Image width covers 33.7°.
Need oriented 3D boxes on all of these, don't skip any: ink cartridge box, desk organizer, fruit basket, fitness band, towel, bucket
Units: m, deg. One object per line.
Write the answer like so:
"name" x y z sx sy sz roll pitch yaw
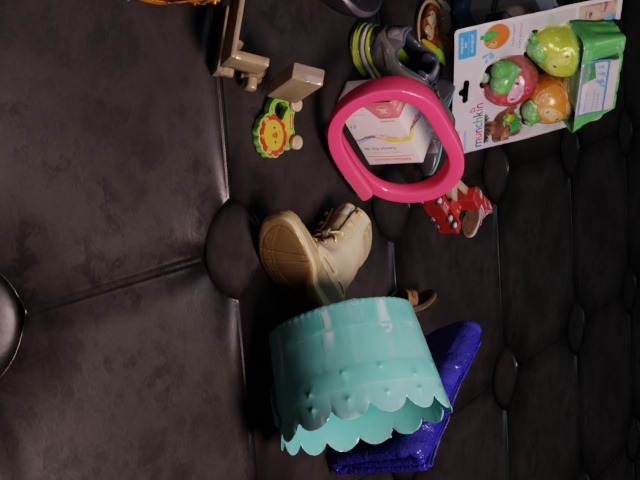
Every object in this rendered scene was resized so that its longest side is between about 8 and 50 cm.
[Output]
"ink cartridge box" 0.395 -0.482 2.241 0.139 0.191 0.082 46 52 -48
"ink cartridge box" 0.124 -0.200 1.906 0.198 0.115 0.067 54 47 -43
"desk organizer" 0.313 -0.332 2.258 0.130 0.047 0.050 -61 141 -35
"fruit basket" 0.441 -0.326 2.162 0.353 0.165 0.327 -18 137 -12
"fitness band" 0.131 -0.167 1.836 0.291 0.209 0.054 53 24 -43
"towel" 0.159 0.287 1.882 0.076 0.228 0.308 48 50 -19
"bucket" 0.051 0.214 1.659 0.281 0.281 0.183 21 51 -56

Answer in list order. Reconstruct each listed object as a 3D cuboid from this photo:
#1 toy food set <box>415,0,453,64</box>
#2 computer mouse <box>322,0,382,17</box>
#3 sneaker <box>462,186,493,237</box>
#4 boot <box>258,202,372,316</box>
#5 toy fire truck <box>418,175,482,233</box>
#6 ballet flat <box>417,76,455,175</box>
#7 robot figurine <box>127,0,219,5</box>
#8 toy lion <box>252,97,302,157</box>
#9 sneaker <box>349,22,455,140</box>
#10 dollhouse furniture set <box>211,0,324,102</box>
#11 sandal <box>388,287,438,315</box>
"toy food set" 0.235 -0.425 2.138 0.132 0.039 0.192 41 58 -50
"computer mouse" 0.004 -0.481 1.761 0.272 0.072 0.188 47 55 -32
"sneaker" 0.347 -0.053 2.327 0.067 0.042 0.118 36 59 -48
"boot" 0.000 0.000 1.743 0.203 0.095 0.262 -61 140 -35
"toy fire truck" 0.270 -0.090 2.201 0.192 0.047 0.135 51 50 -44
"ballet flat" 0.211 -0.231 2.095 0.074 0.074 0.203 27 76 -55
"robot figurine" -0.236 -0.402 1.369 0.291 0.085 0.211 2 90 -58
"toy lion" -0.072 -0.182 1.688 0.096 0.034 0.100 -2 93 -50
"sneaker" 0.174 -0.287 1.950 0.300 0.121 0.111 43 62 -39
"dollhouse furniture set" -0.074 -0.295 1.572 0.151 0.144 0.123 11 80 -20
"sandal" 0.150 0.127 2.015 0.219 0.090 0.060 -24 89 -47
